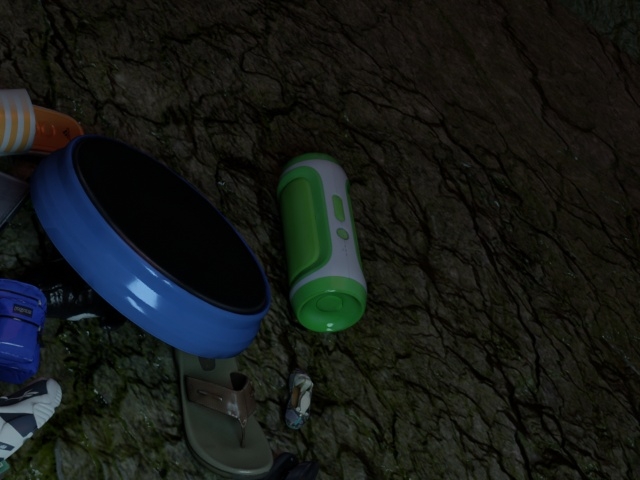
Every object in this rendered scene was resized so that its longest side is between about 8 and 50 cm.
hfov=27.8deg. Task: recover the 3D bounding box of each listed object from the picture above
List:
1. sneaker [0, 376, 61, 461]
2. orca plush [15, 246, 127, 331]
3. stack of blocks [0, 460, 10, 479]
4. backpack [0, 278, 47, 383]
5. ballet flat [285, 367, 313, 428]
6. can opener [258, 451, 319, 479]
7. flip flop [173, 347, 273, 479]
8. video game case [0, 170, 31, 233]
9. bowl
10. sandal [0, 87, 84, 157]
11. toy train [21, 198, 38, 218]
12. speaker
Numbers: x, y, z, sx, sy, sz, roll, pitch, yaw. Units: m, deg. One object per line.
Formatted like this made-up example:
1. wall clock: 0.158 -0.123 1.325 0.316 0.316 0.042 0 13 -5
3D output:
1. sneaker: -0.403 0.190 1.438 0.153 0.094 0.235 48 47 -5
2. orca plush: -0.335 0.037 1.785 0.287 0.102 0.151 7 49 -35
3. stack of blocks: -0.496 0.188 1.512 0.297 0.087 0.171 49 39 12
4. backpack: -0.396 0.110 1.654 0.098 0.101 0.120 22 56 -31
5. ballet flat: -0.026 0.227 1.908 0.041 0.041 0.114 27 39 -17
6. can opener: -0.078 0.347 1.733 0.059 0.073 0.186 51 47 1
7. flip flop: -0.136 0.207 1.786 0.112 0.080 0.277 0 50 -23
8. video game case: -0.529 -0.031 1.716 0.196 0.026 0.274 22 39 2
9. bowl: -0.228 -0.001 1.822 0.391 0.077 0.391 39 17 -14
10. sandal: -0.433 -0.177 1.892 0.265 0.076 0.102 0 73 -52
11. toy train: -0.434 -0.058 1.868 0.083 0.017 0.023 29 29 -15
12. speaker: 0.000 0.000 2.082 0.131 0.131 0.296 17 43 -27
